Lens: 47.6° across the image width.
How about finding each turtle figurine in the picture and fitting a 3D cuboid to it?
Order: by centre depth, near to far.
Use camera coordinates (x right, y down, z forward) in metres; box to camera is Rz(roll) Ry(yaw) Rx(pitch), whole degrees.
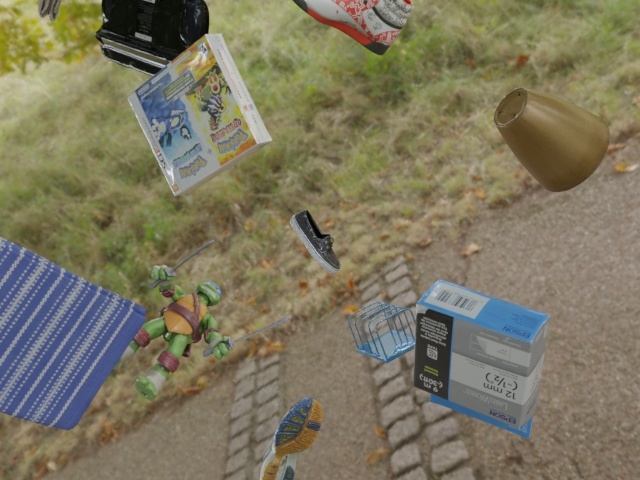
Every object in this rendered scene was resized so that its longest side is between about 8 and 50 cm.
[{"bbox_3d":[-0.262,0.149,1.355,0.274,0.198,0.266,0,39,47],"label":"turtle figurine"}]

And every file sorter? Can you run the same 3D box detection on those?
[{"bbox_3d":[0.161,0.226,1.842,0.118,0.105,0.170,-24,10,-21],"label":"file sorter"}]

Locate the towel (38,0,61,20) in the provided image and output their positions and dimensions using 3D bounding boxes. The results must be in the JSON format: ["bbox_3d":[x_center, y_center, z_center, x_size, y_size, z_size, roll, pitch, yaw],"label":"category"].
[{"bbox_3d":[-0.622,-0.649,1.696,0.187,0.049,0.282,-60,34,27],"label":"towel"}]

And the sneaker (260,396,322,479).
[{"bbox_3d":[-0.095,0.549,2.003,0.297,0.111,0.131,-62,15,7],"label":"sneaker"}]

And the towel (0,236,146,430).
[{"bbox_3d":[-0.446,0.148,1.110,0.040,0.336,0.243,27,82,43],"label":"towel"}]

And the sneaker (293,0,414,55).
[{"bbox_3d":[0.069,-0.511,1.521,0.145,0.270,0.090,-51,32,28],"label":"sneaker"}]

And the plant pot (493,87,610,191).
[{"bbox_3d":[0.594,-0.293,1.944,0.237,0.254,0.237,-44,29,32],"label":"plant pot"}]

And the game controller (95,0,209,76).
[{"bbox_3d":[-0.319,-0.397,1.366,0.319,0.067,0.167,26,107,37],"label":"game controller"}]

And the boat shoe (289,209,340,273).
[{"bbox_3d":[0.000,0.000,2.281,0.076,0.228,0.080,-36,0,25],"label":"boat shoe"}]

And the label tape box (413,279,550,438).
[{"bbox_3d":[0.331,0.282,1.547,0.249,0.348,0.115,17,35,29],"label":"label tape box"}]

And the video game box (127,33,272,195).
[{"bbox_3d":[-0.197,-0.195,1.157,0.205,0.187,0.048,-26,2,35],"label":"video game box"}]
